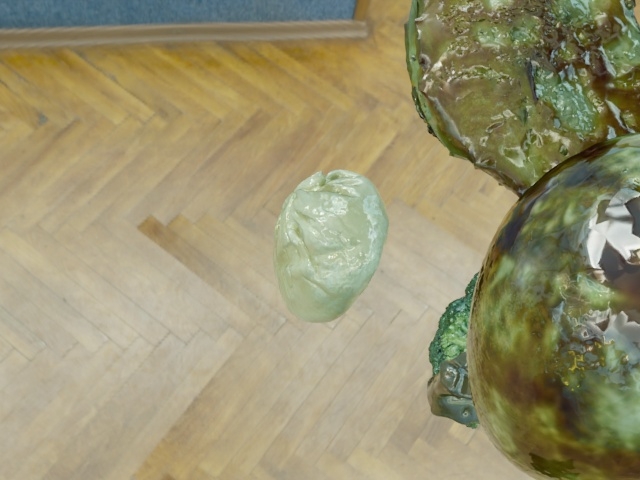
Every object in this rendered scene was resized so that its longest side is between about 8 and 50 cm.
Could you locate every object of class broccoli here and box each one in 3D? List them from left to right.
[{"bbox_3d":[0.320,0.202,1.329,0.245,0.265,0.294,1,59,31],"label":"broccoli"}]

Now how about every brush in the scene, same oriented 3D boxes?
[{"bbox_3d":[0.259,0.138,0.732,0.301,0.084,0.071,-4,61,-5],"label":"brush"}]

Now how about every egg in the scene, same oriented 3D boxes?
[{"bbox_3d":[0.225,0.058,0.531,0.238,0.289,0.238,32,25,-18],"label":"egg"}]

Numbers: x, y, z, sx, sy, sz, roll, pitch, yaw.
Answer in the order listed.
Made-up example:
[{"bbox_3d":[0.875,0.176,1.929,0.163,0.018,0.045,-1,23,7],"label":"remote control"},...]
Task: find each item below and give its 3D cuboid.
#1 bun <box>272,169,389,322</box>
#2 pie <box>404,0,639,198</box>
[{"bbox_3d":[0.000,0.000,1.046,0.145,0.229,0.229,30,62,-13],"label":"bun"},{"bbox_3d":[0.243,-0.209,0.861,0.288,0.103,0.355,-6,78,-13],"label":"pie"}]
